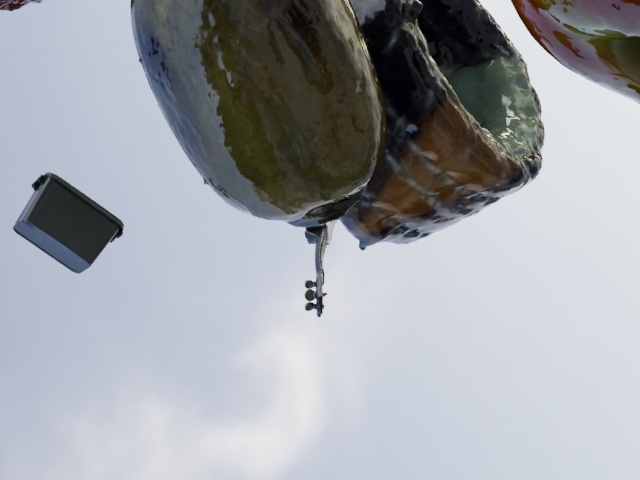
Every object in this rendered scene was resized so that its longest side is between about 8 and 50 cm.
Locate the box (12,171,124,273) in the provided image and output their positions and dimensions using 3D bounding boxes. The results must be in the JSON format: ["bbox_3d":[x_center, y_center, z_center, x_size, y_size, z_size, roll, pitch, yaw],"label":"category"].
[{"bbox_3d":[-0.307,-0.018,1.645,0.122,0.084,0.069,36,-116,-14],"label":"box"}]

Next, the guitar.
[{"bbox_3d":[-0.002,0.001,1.713,0.271,0.038,0.084,-82,-13,-51],"label":"guitar"}]

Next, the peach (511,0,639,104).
[{"bbox_3d":[0.211,-0.191,0.641,0.274,0.245,0.248,-62,-34,-13],"label":"peach"}]

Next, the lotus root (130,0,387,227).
[{"bbox_3d":[-0.053,-0.138,0.891,0.154,0.154,0.278,-36,-72,-49],"label":"lotus root"}]

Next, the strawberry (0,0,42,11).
[{"bbox_3d":[-0.431,-0.375,1.508,0.343,0.292,0.292,38,-123,-12],"label":"strawberry"}]

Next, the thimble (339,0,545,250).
[{"bbox_3d":[0.067,-0.117,1.070,0.237,0.150,0.237,40,-146,-35],"label":"thimble"}]
